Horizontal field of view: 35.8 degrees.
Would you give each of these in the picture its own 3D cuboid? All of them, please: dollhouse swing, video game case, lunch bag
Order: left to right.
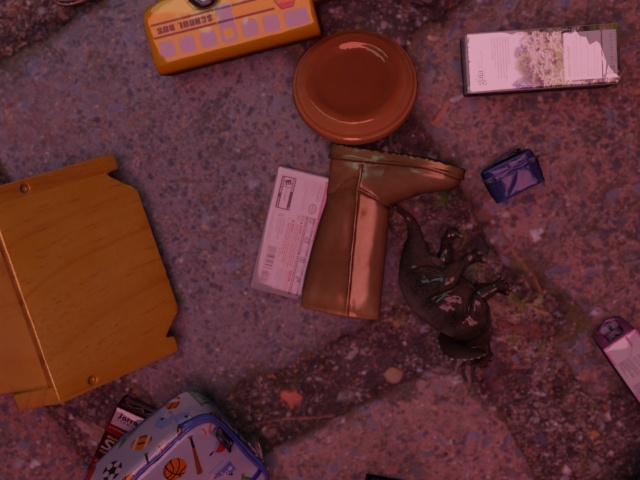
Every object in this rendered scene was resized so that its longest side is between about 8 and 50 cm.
[{"bbox_3d":[-0.473,0.079,1.673,0.315,0.305,0.346,-22,96,-35],"label":"dollhouse swing"},{"bbox_3d":[-0.235,0.405,1.608,0.303,0.115,0.243,-39,124,-8],"label":"lunch bag"},{"bbox_3d":[0.000,0.000,1.647,0.193,0.023,0.212,14,97,3],"label":"video game case"},{"bbox_3d":[0.309,-0.109,1.588,0.098,0.067,0.065,-28,95,6],"label":"lunch bag"}]

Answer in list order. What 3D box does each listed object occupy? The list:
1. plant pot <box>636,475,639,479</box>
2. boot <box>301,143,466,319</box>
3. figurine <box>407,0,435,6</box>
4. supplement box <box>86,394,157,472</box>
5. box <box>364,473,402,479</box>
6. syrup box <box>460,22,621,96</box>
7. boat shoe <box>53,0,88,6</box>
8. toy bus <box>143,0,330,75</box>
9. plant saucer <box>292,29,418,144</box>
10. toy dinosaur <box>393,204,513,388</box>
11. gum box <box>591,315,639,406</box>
[{"bbox_3d":[0.590,0.455,1.561,0.275,0.275,0.293,21,83,1],"label":"plant pot"},{"bbox_3d":[0.099,-0.006,1.576,0.236,0.089,0.269,11,96,24],"label":"boot"},{"bbox_3d":[0.136,-0.483,1.500,0.092,0.215,0.209,22,98,31],"label":"figurine"},{"bbox_3d":[-0.329,0.402,1.695,0.130,0.073,0.239,24,97,0],"label":"supplement box"},{"bbox_3d":[0.077,0.545,1.558,0.079,0.322,0.257,9,97,5],"label":"box"},{"bbox_3d":[0.340,-0.280,1.551,0.237,0.096,0.093,-3,95,5],"label":"syrup box"},{"bbox_3d":[-0.325,-0.484,1.570,0.302,0.103,0.113,-35,93,7],"label":"boat shoe"},{"bbox_3d":[-0.106,-0.363,1.566,0.333,0.108,0.130,-13,96,6],"label":"toy bus"},{"bbox_3d":[0.054,-0.249,1.566,0.200,0.037,0.199,-2,72,5],"label":"plant saucer"},{"bbox_3d":[0.203,0.082,1.595,0.160,0.121,0.313,-40,95,1],"label":"toy dinosaur"},{"bbox_3d":[0.515,0.213,1.593,0.062,0.107,0.188,-35,93,7],"label":"gum box"}]
